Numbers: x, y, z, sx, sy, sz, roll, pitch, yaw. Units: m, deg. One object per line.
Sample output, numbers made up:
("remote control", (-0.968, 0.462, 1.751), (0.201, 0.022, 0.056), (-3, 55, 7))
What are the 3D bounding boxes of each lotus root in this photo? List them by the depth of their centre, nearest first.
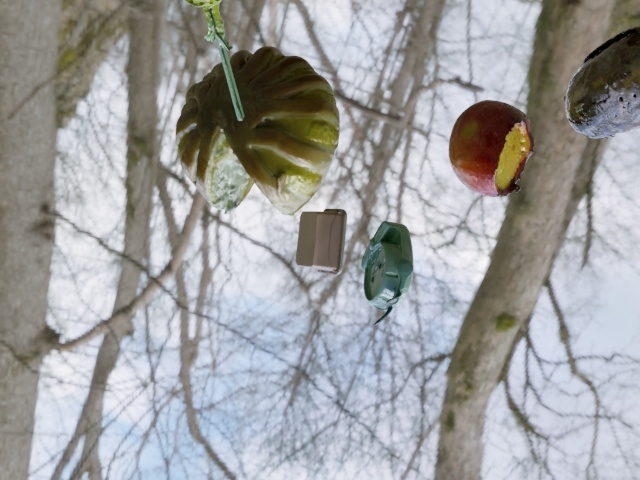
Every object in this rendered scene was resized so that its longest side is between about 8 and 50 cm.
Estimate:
("lotus root", (0.635, -0.320, 1.981), (0.179, 0.196, 0.397), (17, 167, -10))

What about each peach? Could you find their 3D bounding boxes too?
("peach", (0.395, -0.204, 2.190), (0.196, 0.190, 0.226), (3, -132, -20))

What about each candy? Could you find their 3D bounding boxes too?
("candy", (-0.146, -0.292, 1.394), (0.077, 0.262, 0.073), (-2, -146, 17))

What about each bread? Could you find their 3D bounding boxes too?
("bread", (-0.121, -0.197, 1.689), (0.333, 0.333, 0.160), (42, -166, 35))

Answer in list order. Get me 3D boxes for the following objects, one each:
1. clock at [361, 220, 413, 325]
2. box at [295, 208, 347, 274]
("clock", (0.091, 0.048, 1.304), (0.041, 0.101, 0.135), (11, -135, -16))
("box", (0.000, 0.000, 1.773), (0.062, 0.122, 0.089), (5, 180, -27))
